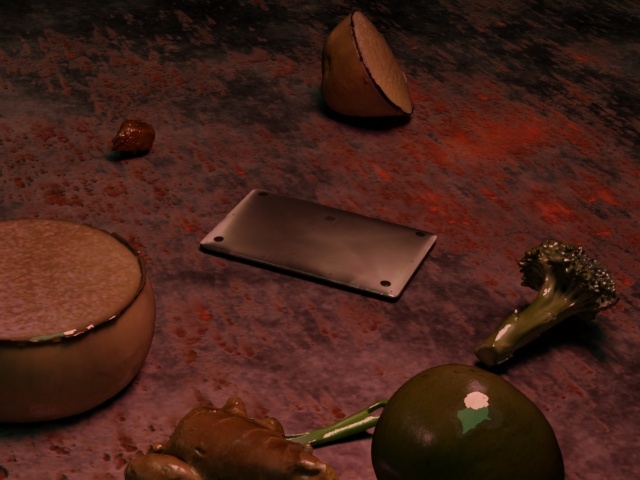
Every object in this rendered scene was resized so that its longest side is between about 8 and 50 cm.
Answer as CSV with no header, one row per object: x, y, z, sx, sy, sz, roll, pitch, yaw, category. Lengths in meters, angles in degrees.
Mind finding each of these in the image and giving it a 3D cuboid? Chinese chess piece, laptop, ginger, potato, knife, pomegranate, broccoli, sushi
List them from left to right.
-0.309,0.077,1.332,0.270,0.112,0.270,4,28,-2,Chinese chess piece
-0.269,-0.146,1.827,0.050,0.047,0.099,29,17,17,sushi
-0.072,0.205,1.177,0.206,0.081,0.115,6,14,13,ginger
0.000,0.000,1.637,0.269,0.015,0.187,15,30,16,laptop
0.002,0.189,1.275,0.166,0.022,0.078,-11,39,-27,knife
0.055,-0.258,2.021,0.117,0.182,0.202,-26,43,18,potato
0.113,0.203,1.113,0.179,0.179,0.210,27,35,34,pomegranate
0.254,0.080,1.463,0.122,0.118,0.204,42,54,17,broccoli
